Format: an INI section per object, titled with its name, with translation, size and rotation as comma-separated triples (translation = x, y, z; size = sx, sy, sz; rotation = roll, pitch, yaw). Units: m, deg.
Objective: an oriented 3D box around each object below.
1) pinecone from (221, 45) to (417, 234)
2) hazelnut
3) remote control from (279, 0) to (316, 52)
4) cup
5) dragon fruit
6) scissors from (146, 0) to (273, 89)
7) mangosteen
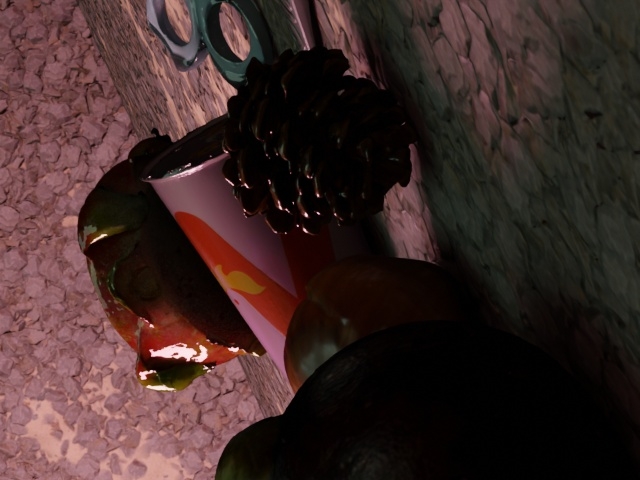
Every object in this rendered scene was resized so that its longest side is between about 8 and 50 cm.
[pinecone]
translation = -0.002, -0.080, 1.192
size = 0.173, 0.173, 0.173
rotation = 61, 168, 22
[hazelnut]
translation = 0.058, 0.091, 1.228
size = 0.182, 0.182, 0.182
rotation = 61, 168, 22
[remote control]
translation = -0.022, -0.218, 1.317
size = 0.050, 0.027, 0.184
rotation = 57, 171, 43
[cup]
translation = -0.033, 0.009, 1.480
size = 0.288, 0.203, 0.203
rotation = 61, 171, -16
[dragon fruit]
translation = -0.144, 0.025, 1.571
size = 0.295, 0.130, 0.268
rotation = 38, -136, -29
[scissors]
translation = -0.138, -0.326, 1.514
size = 0.191, 0.029, 0.360
rotation = 24, 136, 38
[mangosteen]
translation = 0.079, 0.220, 1.027
size = 0.330, 0.330, 0.330
rotation = 61, 168, 22
